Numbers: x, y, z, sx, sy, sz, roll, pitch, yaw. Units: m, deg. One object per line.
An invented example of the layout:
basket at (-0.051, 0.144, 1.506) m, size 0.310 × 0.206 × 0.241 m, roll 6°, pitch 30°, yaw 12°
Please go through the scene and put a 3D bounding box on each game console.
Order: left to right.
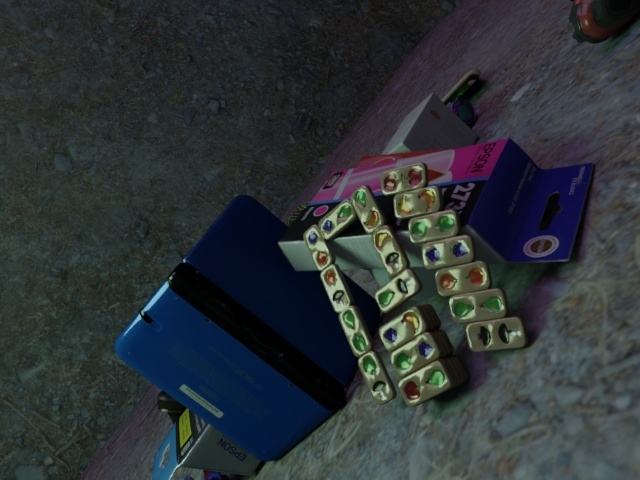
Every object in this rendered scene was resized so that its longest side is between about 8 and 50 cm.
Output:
game console at (-0.096, 0.130, 0.762) m, size 0.250 × 0.293 × 0.173 m, roll -46°, pitch 10°, yaw 22°

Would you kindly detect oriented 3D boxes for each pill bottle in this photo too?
pill bottle at (0.119, 0.025, 0.753) m, size 0.103 × 0.103 × 0.184 m, roll -49°, pitch 11°, yaw 5°

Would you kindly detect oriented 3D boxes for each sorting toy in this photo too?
sorting toy at (0.320, -0.347, 1.315) m, size 0.208 × 0.038 × 0.193 m, roll -41°, pitch 0°, yaw 20°

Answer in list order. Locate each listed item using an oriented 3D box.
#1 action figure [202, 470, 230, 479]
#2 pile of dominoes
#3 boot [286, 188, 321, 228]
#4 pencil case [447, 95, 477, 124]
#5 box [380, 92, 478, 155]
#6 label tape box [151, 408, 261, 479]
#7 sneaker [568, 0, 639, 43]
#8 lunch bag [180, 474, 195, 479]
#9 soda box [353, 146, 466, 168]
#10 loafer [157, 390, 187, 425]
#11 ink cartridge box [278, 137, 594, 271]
action figure at (-0.185, 0.408, 0.888) m, size 0.038 × 0.030 × 0.115 m, roll -61°, pitch 12°, yaw -25°
pile of dominoes at (0.078, 0.044, 0.562) m, size 0.040 × 0.251 × 0.196 m, roll 4°, pitch -36°, yaw -49°
boot at (0.066, -0.094, 1.240) m, size 0.236 × 0.089 × 0.269 m, roll -39°, pitch -7°, yaw 33°
pencil case at (0.284, -0.268, 1.175) m, size 0.151 × 0.070 × 0.065 m, roll 154°, pitch 117°, yaw -68°
box at (0.208, -0.175, 1.003) m, size 0.091 × 0.130 × 0.170 m, roll -36°, pitch 17°, yaw 54°
label tape box at (-0.141, 0.287, 0.900) m, size 0.348 × 0.115 × 0.249 m, roll -55°, pitch 10°, yaw -13°
sneaker at (0.490, -0.415, 0.761) m, size 0.276 × 0.097 × 0.135 m, roll -48°, pitch 9°, yaw 5°
lunch bag at (-0.211, 0.455, 0.614) m, size 0.243 × 0.115 × 0.303 m, roll -50°, pitch 11°, yaw 15°
soda box at (0.148, -0.091, 0.872) m, size 0.092 × 0.083 × 0.263 m, roll -50°, pitch 28°, yaw -21°
loafer at (-0.267, 0.365, 1.067) m, size 0.220 × 0.080 × 0.078 m, roll 59°, pitch -141°, yaw -57°
ink cartridge box at (0.130, -0.042, 0.659) m, size 0.370 × 0.069 × 0.176 m, roll -3°, pitch 39°, yaw 39°
